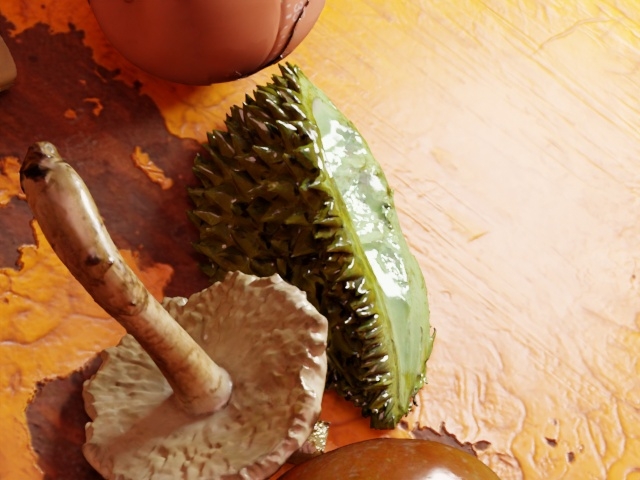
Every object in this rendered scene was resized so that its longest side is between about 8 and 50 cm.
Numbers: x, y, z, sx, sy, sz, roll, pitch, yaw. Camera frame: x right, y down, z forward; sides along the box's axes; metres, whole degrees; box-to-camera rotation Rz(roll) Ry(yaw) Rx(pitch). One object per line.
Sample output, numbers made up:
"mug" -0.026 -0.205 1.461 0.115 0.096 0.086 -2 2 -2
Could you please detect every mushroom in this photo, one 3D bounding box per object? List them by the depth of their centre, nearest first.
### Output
"mushroom" -0.155 0.097 1.431 0.301 0.208 0.233 24 32 -27

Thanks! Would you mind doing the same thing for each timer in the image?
"timer" -0.111 -0.268 1.671 0.215 0.230 0.230 -23 69 -36

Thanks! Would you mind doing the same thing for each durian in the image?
"durian" -0.009 0.005 1.636 0.198 0.163 0.394 11 51 -60

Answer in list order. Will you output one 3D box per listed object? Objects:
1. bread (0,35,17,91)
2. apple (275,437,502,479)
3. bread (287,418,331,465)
"bread" -0.395 -0.174 1.621 0.178 0.060 0.139 -23 70 -29
"apple" 0.055 0.273 1.400 0.253 0.253 0.254 8 58 -13
"bread" -0.036 0.178 1.539 0.083 0.036 0.047 15 65 -11
